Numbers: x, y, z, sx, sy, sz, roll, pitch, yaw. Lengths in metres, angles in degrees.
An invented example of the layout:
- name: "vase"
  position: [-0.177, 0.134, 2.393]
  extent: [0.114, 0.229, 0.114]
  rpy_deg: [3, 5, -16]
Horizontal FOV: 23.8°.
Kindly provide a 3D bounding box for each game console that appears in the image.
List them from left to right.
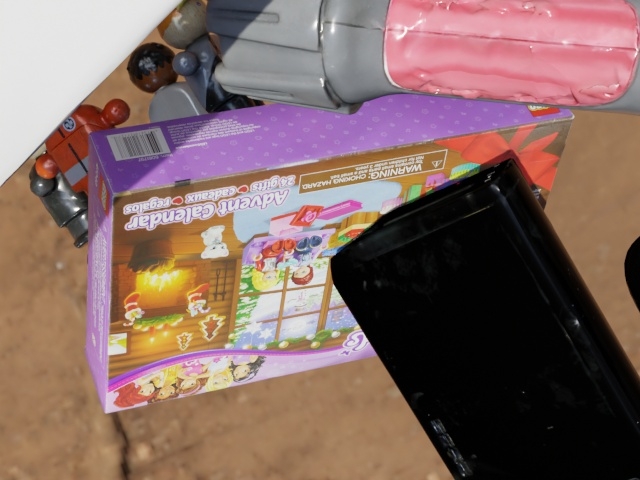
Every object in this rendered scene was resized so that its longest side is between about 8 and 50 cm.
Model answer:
- name: "game console"
  position: [0.193, 0.029, 0.839]
  extent: [0.361, 0.213, 0.044]
  rpy_deg: [-25, -167, 32]

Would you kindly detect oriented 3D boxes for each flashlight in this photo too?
- name: "flashlight"
  position: [0.100, -0.085, 0.662]
  extent: [0.304, 0.103, 0.103]
  rpy_deg: [8, 138, 18]

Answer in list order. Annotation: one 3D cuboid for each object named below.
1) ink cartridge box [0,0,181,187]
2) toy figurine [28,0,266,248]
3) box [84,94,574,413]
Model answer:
- name: "ink cartridge box"
  position: [-0.213, -0.122, 0.484]
  extent: [0.384, 0.160, 0.279]
  rpy_deg: [-44, 127, 8]
- name: "toy figurine"
  position: [-0.170, -0.113, 1.337]
  extent: [0.209, 0.148, 0.213]
  rpy_deg: [-33, 177, -19]
- name: "box"
  position: [0.000, 0.000, 0.959]
  extent: [0.293, 0.057, 0.201]
  rpy_deg: [-11, 140, -19]
